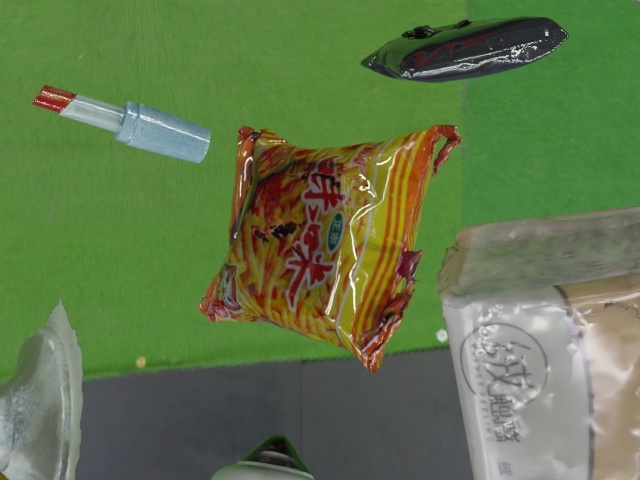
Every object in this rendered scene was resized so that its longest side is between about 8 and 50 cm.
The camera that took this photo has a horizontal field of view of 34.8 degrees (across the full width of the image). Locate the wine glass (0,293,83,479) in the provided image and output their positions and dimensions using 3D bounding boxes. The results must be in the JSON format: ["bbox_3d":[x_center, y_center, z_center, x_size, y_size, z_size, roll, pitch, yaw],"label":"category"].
[{"bbox_3d":[-0.388,0.157,0.860,0.323,0.238,0.238,3,106,-32],"label":"wine glass"}]

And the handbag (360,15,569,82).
[{"bbox_3d":[0.201,-0.278,1.492,0.254,0.211,0.089,-15,107,-11],"label":"handbag"}]

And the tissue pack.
[{"bbox_3d":[0.189,0.149,0.556,0.238,0.238,0.306,-13,104,-6],"label":"tissue pack"}]

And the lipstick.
[{"bbox_3d":[-0.306,-0.185,1.574,0.274,0.061,0.068,16,80,-25],"label":"lipstick"}]

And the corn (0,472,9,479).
[{"bbox_3d":[-0.270,0.125,0.571,0.119,0.119,0.322,-32,127,0],"label":"corn"}]

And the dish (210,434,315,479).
[{"bbox_3d":[-0.050,0.253,1.117,0.141,0.141,0.078,16,70,-14],"label":"dish"}]

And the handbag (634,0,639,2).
[{"bbox_3d":[0.243,-0.291,0.912,0.095,0.117,0.173,-48,122,-4],"label":"handbag"}]

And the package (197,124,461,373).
[{"bbox_3d":[0.002,-0.007,0.964,0.108,0.288,0.223,20,84,-45],"label":"package"}]
